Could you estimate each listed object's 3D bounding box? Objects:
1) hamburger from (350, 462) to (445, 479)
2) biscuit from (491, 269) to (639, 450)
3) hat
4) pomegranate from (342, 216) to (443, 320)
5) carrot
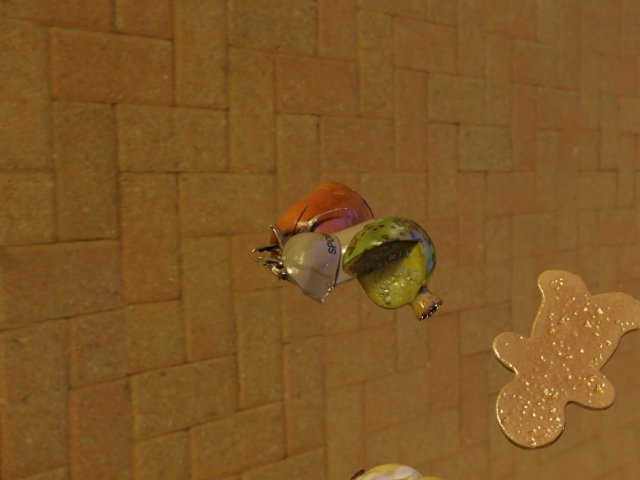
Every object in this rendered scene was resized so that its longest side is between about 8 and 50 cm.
[{"bbox_3d":[0.141,0.547,1.503,0.302,0.186,0.261,5,88,-36],"label":"hamburger"},{"bbox_3d":[0.293,0.150,1.036,0.240,0.158,0.035,-54,156,-18],"label":"biscuit"},{"bbox_3d":[0.019,0.006,1.431,0.085,0.175,0.147,56,8,-48],"label":"hat"},{"bbox_3d":[0.123,0.038,1.303,0.169,0.143,0.122,35,34,-3],"label":"pomegranate"},{"bbox_3d":[0.000,0.000,1.828,0.193,0.214,0.331,57,45,-7],"label":"carrot"}]
